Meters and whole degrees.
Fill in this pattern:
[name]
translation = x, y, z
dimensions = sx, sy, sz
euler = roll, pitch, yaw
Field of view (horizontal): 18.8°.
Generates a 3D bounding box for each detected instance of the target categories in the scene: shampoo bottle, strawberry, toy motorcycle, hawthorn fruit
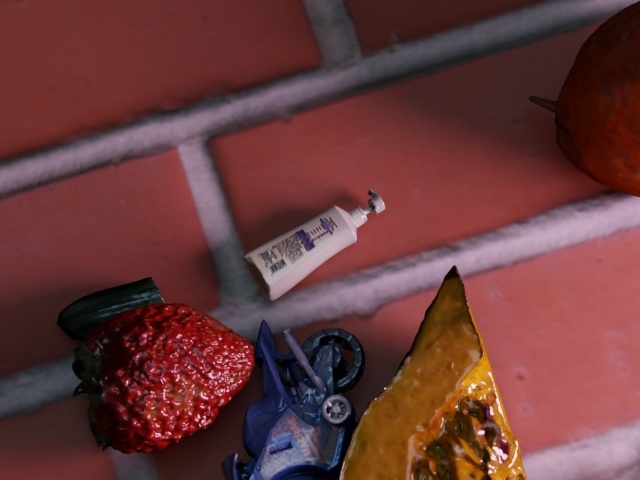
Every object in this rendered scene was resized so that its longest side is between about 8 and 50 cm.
[shampoo bottle]
translation = 0.000, 0.000, 1.784
dimensions = 0.141, 0.034, 0.049
euler = -32, 63, -9
[strawberry]
translation = -0.142, 0.119, 1.706
dimensions = 0.148, 0.131, 0.131
euler = -14, 67, -27
[toy motorcycle]
translation = -0.025, 0.169, 1.703
dimensions = 0.114, 0.076, 0.205
euler = 5, 68, 13
[hawthorn fruit]
translation = 0.311, -0.125, 1.739
dimensions = 0.262, 0.210, 0.210
euler = -10, 67, 23

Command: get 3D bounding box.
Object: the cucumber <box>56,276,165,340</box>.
[cucumber]
translation = -0.190, 0.065, 1.761
dimensions = 0.105, 0.048, 0.048
euler = -15, 69, -2

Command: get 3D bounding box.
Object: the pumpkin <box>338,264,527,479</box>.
[pumpkin]
translation = 0.091, 0.182, 1.678
dimensions = 0.163, 0.111, 0.278
euler = -18, 73, 7
